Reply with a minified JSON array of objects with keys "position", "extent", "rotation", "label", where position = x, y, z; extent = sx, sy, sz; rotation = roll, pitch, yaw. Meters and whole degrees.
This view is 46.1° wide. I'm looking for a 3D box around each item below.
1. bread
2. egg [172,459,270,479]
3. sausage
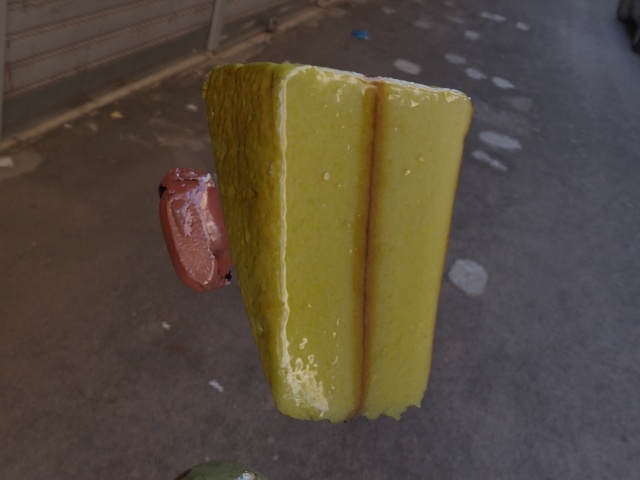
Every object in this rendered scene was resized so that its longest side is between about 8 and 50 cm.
[{"position":[0.000,0.000,0.827],"extent":[0.233,0.362,0.245],"rotation":[2,7,-30],"label":"bread"},{"position":[-0.122,0.378,0.973],"extent":[0.177,0.177,0.228],"rotation":[34,-8,29],"label":"egg"},{"position":[-0.268,-0.024,1.641],"extent":[0.152,0.152,0.280],"rotation":[-12,81,-40],"label":"sausage"}]
